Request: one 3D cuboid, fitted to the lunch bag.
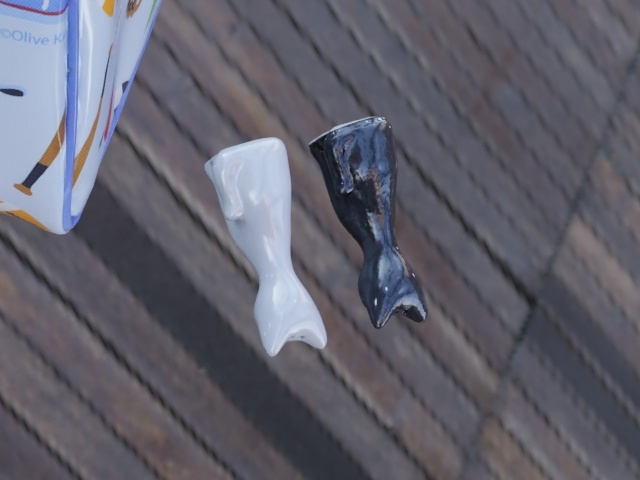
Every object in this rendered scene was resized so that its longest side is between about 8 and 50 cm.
[{"bbox_3d":[-0.110,-0.157,0.734,0.115,0.243,0.303,15,45,1],"label":"lunch bag"}]

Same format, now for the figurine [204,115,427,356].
[{"bbox_3d":[0.000,0.000,1.722,0.215,0.092,0.209,-13,85,-36],"label":"figurine"}]
